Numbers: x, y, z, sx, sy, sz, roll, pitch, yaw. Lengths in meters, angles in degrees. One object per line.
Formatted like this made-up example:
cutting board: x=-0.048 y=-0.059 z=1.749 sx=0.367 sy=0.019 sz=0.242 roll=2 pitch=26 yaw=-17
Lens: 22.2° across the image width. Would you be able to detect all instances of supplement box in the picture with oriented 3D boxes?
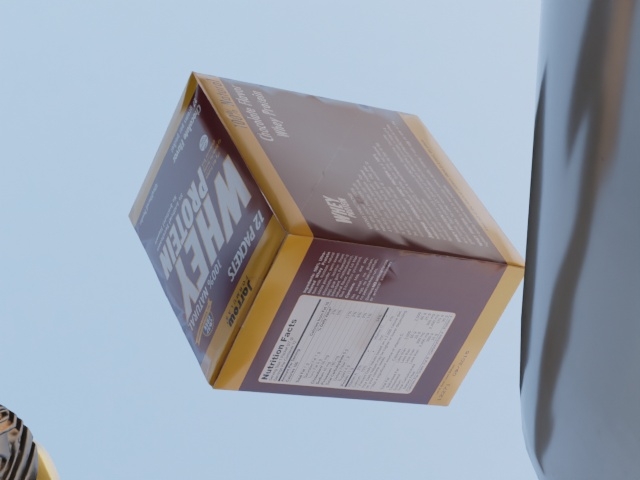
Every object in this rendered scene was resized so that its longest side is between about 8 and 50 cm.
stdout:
supplement box: x=0.000 y=0.000 z=1.135 sx=0.194 sy=0.129 sz=0.191 roll=8 pitch=-147 yaw=-32

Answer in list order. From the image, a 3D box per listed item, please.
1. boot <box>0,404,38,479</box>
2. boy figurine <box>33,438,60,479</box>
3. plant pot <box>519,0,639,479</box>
boot: x=-0.321 y=0.103 z=1.015 sx=0.207 sy=0.246 sz=0.094 roll=17 pitch=-97 yaw=37
boy figurine: x=-0.241 y=0.186 z=1.105 sx=0.285 sy=0.092 sz=0.177 roll=9 pitch=-147 yaw=-9
plant pot: x=0.192 y=-0.026 z=0.521 sx=0.323 sy=0.280 sz=0.323 roll=11 pitch=-147 yaw=-7
